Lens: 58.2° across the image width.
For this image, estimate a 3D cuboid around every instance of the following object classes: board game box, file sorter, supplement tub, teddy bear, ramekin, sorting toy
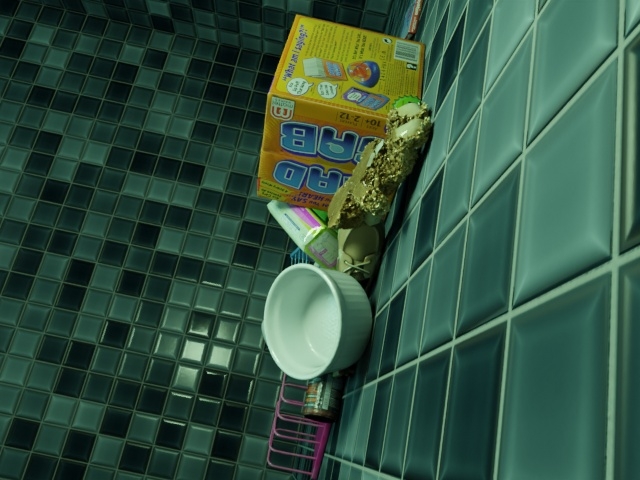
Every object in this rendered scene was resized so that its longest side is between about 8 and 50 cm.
[{"bbox_3d":[0.307,-0.743,1.958,0.281,0.027,0.144,-87,8,-84],"label":"board game box"},{"bbox_3d":[-0.023,0.079,1.965,0.170,0.118,0.104,137,139,-60],"label":"file sorter"},{"bbox_3d":[0.015,0.437,1.722,0.106,0.106,0.197,104,178,-62],"label":"supplement tub"},{"bbox_3d":[-0.064,0.603,1.927,0.202,0.183,0.290,-81,4,-68],"label":"file sorter"},{"bbox_3d":[0.142,-0.146,1.249,0.337,0.113,0.245,-61,17,16],"label":"teddy bear"},{"bbox_3d":[-0.003,0.197,1.416,0.277,0.135,0.276,-5,83,46],"label":"ramekin"},{"bbox_3d":[0.053,-0.321,1.545,0.356,0.357,0.356,105,178,-51],"label":"board game box"},{"bbox_3d":[0.075,0.309,1.572,0.274,0.047,0.132,104,178,-74],"label":"sorting toy"}]

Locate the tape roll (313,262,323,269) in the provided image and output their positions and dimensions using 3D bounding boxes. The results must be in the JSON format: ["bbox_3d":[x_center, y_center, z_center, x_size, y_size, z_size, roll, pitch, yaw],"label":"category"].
[{"bbox_3d":[0.021,0.224,2.030,0.392,0.072,0.391,-167,90,-73],"label":"tape roll"}]

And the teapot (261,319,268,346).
[{"bbox_3d":[-0.043,0.287,1.685,0.256,0.253,0.186,-13,-97,-68],"label":"teapot"}]

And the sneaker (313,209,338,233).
[{"bbox_3d":[0.070,-0.104,1.945,0.202,0.185,0.483,-58,3,-13],"label":"sneaker"}]

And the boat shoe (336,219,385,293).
[{"bbox_3d":[0.103,0.056,1.493,0.341,0.122,0.110,91,-179,-52],"label":"boat shoe"}]

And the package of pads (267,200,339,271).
[{"bbox_3d":[0.000,0.000,1.680,0.101,0.229,0.296,-45,-41,2],"label":"package of pads"}]
